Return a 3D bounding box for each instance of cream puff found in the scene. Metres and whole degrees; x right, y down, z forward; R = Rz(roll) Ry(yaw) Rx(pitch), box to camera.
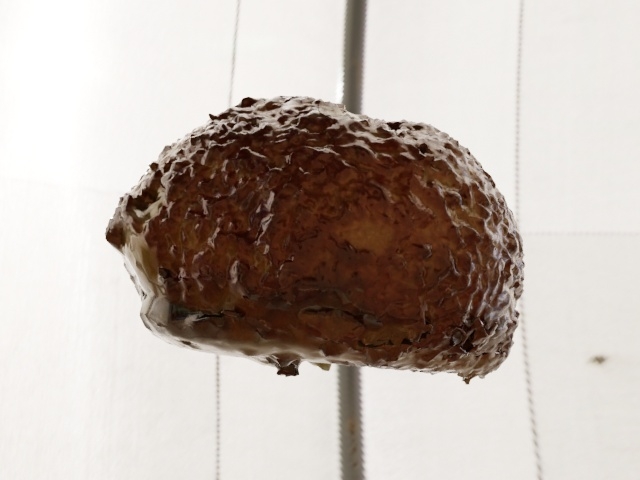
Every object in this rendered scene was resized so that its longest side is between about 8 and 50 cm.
[{"bbox_3d":[0.000,0.000,0.842,0.240,0.240,0.164,-1,-89,-15],"label":"cream puff"}]
